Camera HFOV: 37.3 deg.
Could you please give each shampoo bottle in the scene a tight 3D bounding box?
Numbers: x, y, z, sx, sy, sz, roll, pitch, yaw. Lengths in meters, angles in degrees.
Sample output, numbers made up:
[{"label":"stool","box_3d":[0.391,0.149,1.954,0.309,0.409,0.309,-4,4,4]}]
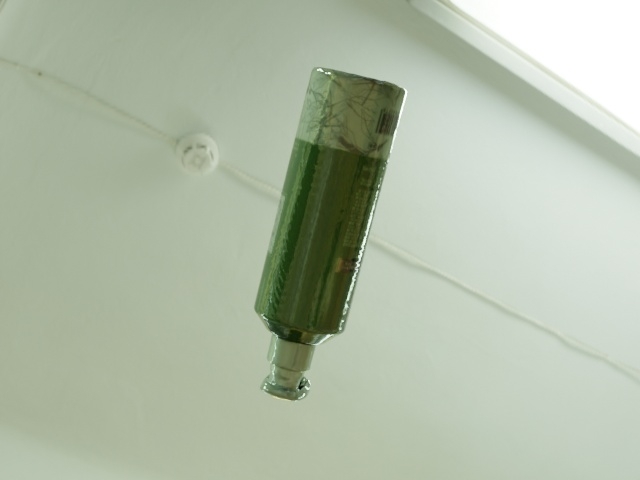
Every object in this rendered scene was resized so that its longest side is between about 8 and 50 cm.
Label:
[{"label":"shampoo bottle","box_3d":[0.000,0.000,0.585,0.065,0.065,0.204,12,-84,-18]}]
